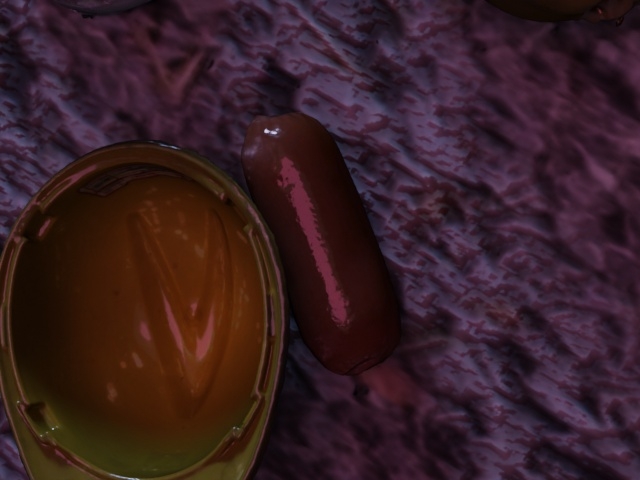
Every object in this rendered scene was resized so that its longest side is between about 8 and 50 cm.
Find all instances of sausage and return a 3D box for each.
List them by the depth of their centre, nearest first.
[{"bbox_3d":[0.000,0.000,0.922,0.077,0.077,0.194,-20,86,11],"label":"sausage"}]

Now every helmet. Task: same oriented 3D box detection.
[{"bbox_3d":[-0.105,0.064,0.909,0.205,0.140,0.257,-3,88,13],"label":"helmet"}]

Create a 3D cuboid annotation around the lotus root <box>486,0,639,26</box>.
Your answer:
[{"bbox_3d":[0.096,-0.281,0.851,0.342,0.169,0.151,50,124,5],"label":"lotus root"}]

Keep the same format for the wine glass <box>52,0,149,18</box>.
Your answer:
[{"bbox_3d":[-0.180,-0.246,0.899,0.165,0.196,0.165,0,92,13],"label":"wine glass"}]
